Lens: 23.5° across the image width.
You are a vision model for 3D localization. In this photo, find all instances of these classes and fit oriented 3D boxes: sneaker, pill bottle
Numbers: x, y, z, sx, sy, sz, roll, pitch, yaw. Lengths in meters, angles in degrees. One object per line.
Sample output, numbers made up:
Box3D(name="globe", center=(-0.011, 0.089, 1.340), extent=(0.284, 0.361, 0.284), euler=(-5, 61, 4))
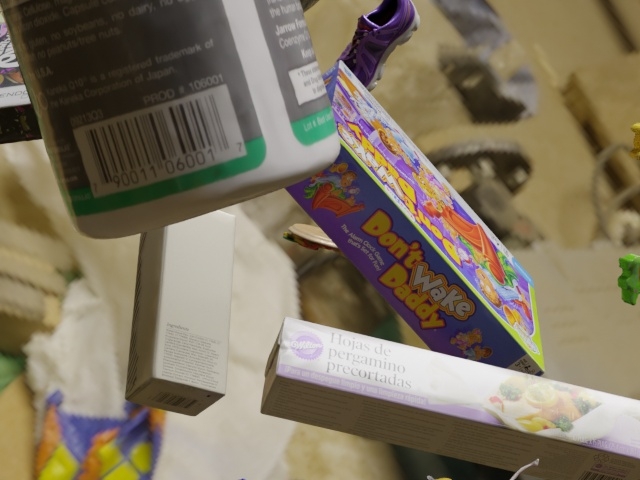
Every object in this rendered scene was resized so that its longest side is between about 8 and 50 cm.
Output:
Box3D(name="sneaker", center=(0.054, -0.252, 1.969), extent=(0.068, 0.170, 0.071), euler=(31, -8, 34))
Box3D(name="pill bottle", center=(-0.128, -0.198, 1.069), extent=(0.204, 0.204, 0.361), euler=(-30, 106, -58))

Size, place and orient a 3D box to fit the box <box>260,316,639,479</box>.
Box3D(name="box", center=(0.115, 0.139, 1.278), extent=(0.324, 0.067, 0.063), euler=(13, 50, -6))

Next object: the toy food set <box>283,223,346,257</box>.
Box3D(name="toy food set", center=(0.000, 0.000, 1.823), extent=(0.083, 0.020, 0.082), euler=(9, 12, -42))

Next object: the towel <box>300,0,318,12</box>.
Box3D(name="towel", center=(0.050, -0.382, 1.391), extent=(0.056, 0.324, 0.312), euler=(29, 41, 10))

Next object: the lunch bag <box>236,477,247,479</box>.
Box3D(name="lunch bag", center=(-0.034, 0.447, 1.934), extent=(0.221, 0.138, 0.293), euler=(43, 29, -33))

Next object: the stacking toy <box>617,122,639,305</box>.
Box3D(name="stacking toy", center=(0.406, -0.019, 1.691), extent=(0.052, 0.221, 0.167), euler=(-5, 15, -29))

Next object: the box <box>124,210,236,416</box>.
Box3D(name="box", center=(-0.187, 0.087, 2.066), extent=(0.113, 0.094, 0.275), euler=(18, 57, -25))

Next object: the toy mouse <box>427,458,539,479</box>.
Box3D(name="toy mouse", center=(0.107, 0.217, 1.050), extent=(0.161, 0.031, 0.143), euler=(-31, 63, -15))

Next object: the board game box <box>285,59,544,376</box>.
Box3D(name="board game box", center=(0.098, -0.010, 1.648), extent=(0.347, 0.078, 0.233), euler=(47, 19, -15))

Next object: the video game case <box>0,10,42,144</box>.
Box3D(name="video game case", center=(-0.235, -0.171, 1.430), extent=(0.232, 0.210, 0.042), euler=(-74, 154, -51))
